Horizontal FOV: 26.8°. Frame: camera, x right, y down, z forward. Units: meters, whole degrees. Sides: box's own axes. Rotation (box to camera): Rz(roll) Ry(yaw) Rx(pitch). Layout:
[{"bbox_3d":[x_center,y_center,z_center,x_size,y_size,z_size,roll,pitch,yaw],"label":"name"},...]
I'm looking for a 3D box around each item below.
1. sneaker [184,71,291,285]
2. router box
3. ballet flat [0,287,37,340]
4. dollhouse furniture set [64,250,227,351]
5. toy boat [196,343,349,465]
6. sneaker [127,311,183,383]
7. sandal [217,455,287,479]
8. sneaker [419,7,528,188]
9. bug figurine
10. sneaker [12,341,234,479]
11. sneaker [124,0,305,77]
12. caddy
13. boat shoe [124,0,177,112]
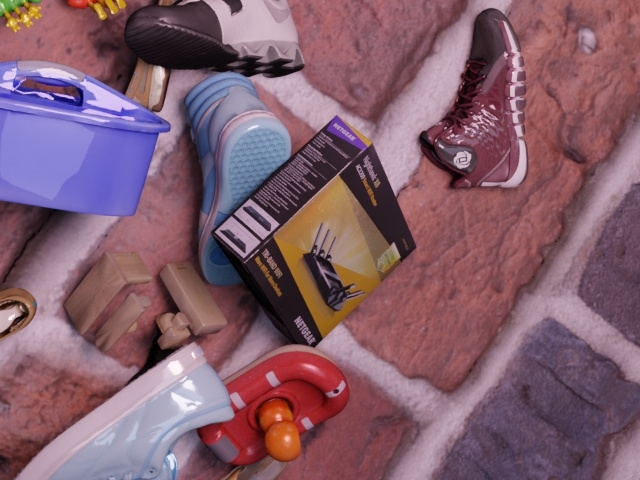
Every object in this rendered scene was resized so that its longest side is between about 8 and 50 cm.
[{"bbox_3d":[-0.132,-0.103,1.952,0.127,0.208,0.319,-5,134,-24],"label":"sneaker"},{"bbox_3d":[0.000,0.000,1.930,0.243,0.081,0.309,-44,149,-9],"label":"router box"},{"bbox_3d":[-0.504,0.131,1.868,0.232,0.073,0.080,-29,104,-13],"label":"ballet flat"},{"bbox_3d":[-0.253,0.106,1.944,0.151,0.144,0.123,-3,143,-51],"label":"dollhouse furniture set"},{"bbox_3d":[-0.062,0.261,1.963,0.231,0.151,0.151,-33,129,4],"label":"toy boat"},{"bbox_3d":[-0.243,0.196,1.977,0.089,0.051,0.170,-15,104,-20],"label":"sneaker"},{"bbox_3d":[-0.117,0.381,2.043,0.180,0.049,0.072,-44,108,-9],"label":"sandal"},{"bbox_3d":[0.226,-0.208,2.066,0.163,0.106,0.281,-10,100,-15],"label":"sneaker"},{"bbox_3d":[-0.392,-0.413,1.842,0.216,0.072,0.279,-29,100,-20],"label":"bug figurine"},{"bbox_3d":[-0.282,0.305,1.890,0.366,0.135,0.150,-37,85,5],"label":"sneaker"},{"bbox_3d":[-0.154,-0.315,1.872,0.330,0.122,0.146,-1,82,-56],"label":"sneaker"},{"bbox_3d":[-0.374,-0.150,1.795,0.341,0.241,0.179,9,100,-20],"label":"caddy"},{"bbox_3d":[-0.243,-0.282,1.918,0.072,0.068,0.190,12,91,-4],"label":"boat shoe"}]
